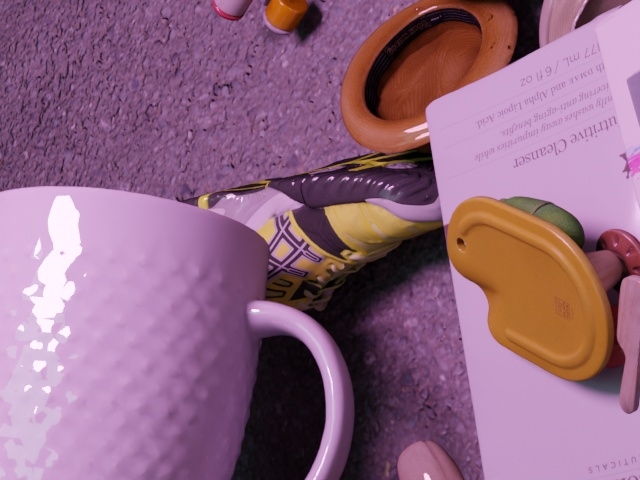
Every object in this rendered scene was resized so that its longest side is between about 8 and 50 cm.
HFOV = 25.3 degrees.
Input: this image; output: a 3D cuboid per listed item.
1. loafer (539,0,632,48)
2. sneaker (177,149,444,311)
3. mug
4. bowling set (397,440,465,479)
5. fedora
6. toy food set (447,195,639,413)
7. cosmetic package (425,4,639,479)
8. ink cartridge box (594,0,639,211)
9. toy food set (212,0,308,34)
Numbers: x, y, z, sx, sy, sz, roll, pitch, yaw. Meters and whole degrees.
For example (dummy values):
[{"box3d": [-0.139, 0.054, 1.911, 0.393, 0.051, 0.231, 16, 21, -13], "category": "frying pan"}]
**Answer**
[{"box3d": [0.282, -0.241, 1.197, 0.268, 0.102, 0.092, -59, 41, 17], "category": "loafer"}, {"box3d": [0.000, 0.000, 1.431, 0.385, 0.145, 0.147, -10, 95, 46], "category": "sneaker"}, {"box3d": [-0.153, 0.150, 1.278, 0.374, 0.276, 0.328, 3, 74, 14], "category": "mug"}, {"box3d": [0.042, 0.317, 1.179, 0.287, 0.200, 0.154, 83, 164, -49], "category": "bowling set"}, {"box3d": [0.112, -0.147, 1.346, 0.194, 0.079, 0.194, -21, 46, 23], "category": "fedora"}, {"box3d": [0.185, 0.031, 1.046, 0.218, 0.071, 0.128, 31, 137, 50], "category": "toy food set"}, {"box3d": [0.234, 0.041, 1.146, 0.217, 0.156, 0.385, -26, 63, 40], "category": "cosmetic package"}, {"box3d": [0.328, -0.076, 1.032, 0.119, 0.207, 0.353, -32, 60, 48], "category": "ink cartridge box"}, {"box3d": [-0.101, -0.304, 1.596, 0.104, 0.111, 0.232, -52, 50, 40], "category": "toy food set"}]
